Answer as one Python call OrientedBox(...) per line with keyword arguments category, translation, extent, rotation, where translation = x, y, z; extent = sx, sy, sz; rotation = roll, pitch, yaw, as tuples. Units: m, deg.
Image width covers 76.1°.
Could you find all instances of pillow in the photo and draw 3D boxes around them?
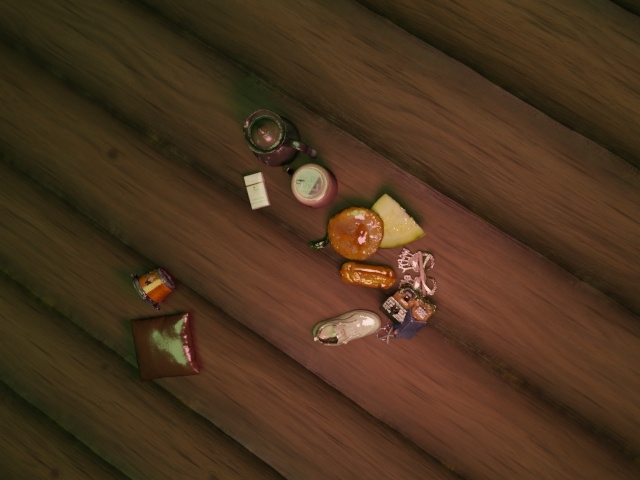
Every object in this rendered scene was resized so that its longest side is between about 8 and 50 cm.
OrientedBox(category="pillow", translation=(-0.736, 0.501, 1.938), extent=(0.305, 0.108, 0.308), rotation=(-10, 91, 7))

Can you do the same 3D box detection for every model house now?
OrientedBox(category="model house", translation=(0.352, 0.309, 1.722), extent=(0.183, 0.172, 0.167), rotation=(44, 134, 15))

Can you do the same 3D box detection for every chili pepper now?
OrientedBox(category="chili pepper", translation=(0.005, 0.005, 1.849), extent=(0.118, 0.035, 0.055), rotation=(-39, 86, 7))

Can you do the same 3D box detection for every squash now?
OrientedBox(category="squash", translation=(0.288, -0.049, 1.751), extent=(0.155, 0.204, 0.237), rotation=(-39, 84, -14))

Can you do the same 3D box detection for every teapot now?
OrientedBox(category="teapot", translation=(-0.191, -0.410, 1.731), extent=(0.223, 0.285, 0.305), rotation=(-41, 86, 8))

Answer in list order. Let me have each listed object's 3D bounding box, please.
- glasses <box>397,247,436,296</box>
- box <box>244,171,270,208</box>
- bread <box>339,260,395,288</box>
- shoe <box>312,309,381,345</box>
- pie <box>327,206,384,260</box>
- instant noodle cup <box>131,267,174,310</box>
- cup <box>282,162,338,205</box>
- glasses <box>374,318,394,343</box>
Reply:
OrientedBox(category="glasses", translation=(0.413, 0.159, 1.773), extent=(0.162, 0.095, 0.256), rotation=(-4, 90, 18))
OrientedBox(category="box", translation=(-0.290, -0.227, 1.877), extent=(0.083, 0.040, 0.155), rotation=(-14, 90, 11))
OrientedBox(category="bread", translation=(0.207, 0.150, 1.801), extent=(0.245, 0.094, 0.102), rotation=(9, 99, 7))
OrientedBox(category="shoe", translation=(0.107, 0.394, 1.794), extent=(0.316, 0.159, 0.124), rotation=(-17, 89, 11))
OrientedBox(category="pie", translation=(0.150, -0.029, 1.773), extent=(0.273, 0.069, 0.274), rotation=(9, 122, 15))
OrientedBox(category="instant noodle cup", translation=(-0.767, 0.207, 1.908), extent=(0.125, 0.177, 0.208), rotation=(-35, 107, -5))
OrientedBox(category="cup", translation=(-0.055, -0.254, 1.763), extent=(0.252, 0.200, 0.192), rotation=(34, 97, 6))
OrientedBox(category="glasses", translation=(0.296, 0.401, 1.793), extent=(0.062, 0.104, 0.140), rotation=(43, 101, 2))
